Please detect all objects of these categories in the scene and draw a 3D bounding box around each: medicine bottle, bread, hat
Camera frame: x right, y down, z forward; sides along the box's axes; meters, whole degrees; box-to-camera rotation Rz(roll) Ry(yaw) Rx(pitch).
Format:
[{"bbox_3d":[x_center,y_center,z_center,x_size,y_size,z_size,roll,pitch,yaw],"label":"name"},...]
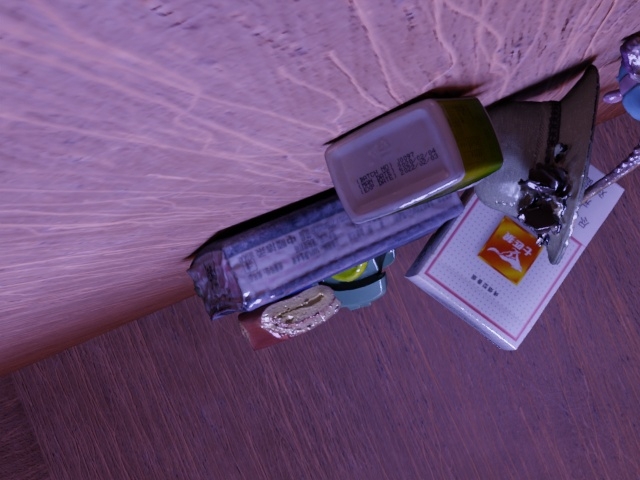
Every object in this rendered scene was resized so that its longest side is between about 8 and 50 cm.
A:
[{"bbox_3d":[0.108,-0.086,0.892,0.132,0.088,0.188,-24,177,31],"label":"medicine bottle"},{"bbox_3d":[-0.073,0.131,1.424,0.192,0.067,0.119,-22,179,34],"label":"bread"},{"bbox_3d":[0.260,-0.103,1.127,0.130,0.257,0.257,9,-178,8],"label":"hat"}]

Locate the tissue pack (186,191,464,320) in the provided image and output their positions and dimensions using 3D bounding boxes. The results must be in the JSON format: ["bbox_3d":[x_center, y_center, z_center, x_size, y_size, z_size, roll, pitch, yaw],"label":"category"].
[{"bbox_3d":[0.000,0.000,1.445,0.394,0.124,0.288,-22,177,-20],"label":"tissue pack"}]

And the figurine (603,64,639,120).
[{"bbox_3d":[0.509,-0.234,1.137,0.260,0.103,0.205,-21,178,-10],"label":"figurine"}]

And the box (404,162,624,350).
[{"bbox_3d":[0.320,-0.012,1.472,0.330,0.210,0.095,-54,-177,-8],"label":"box"}]

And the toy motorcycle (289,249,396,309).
[{"bbox_3d":[-0.015,0.068,1.767,0.326,0.200,0.191,-18,-161,20],"label":"toy motorcycle"}]

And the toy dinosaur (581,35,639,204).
[{"bbox_3d":[0.414,-0.146,1.078,0.199,0.072,0.251,-8,144,-9],"label":"toy dinosaur"}]
